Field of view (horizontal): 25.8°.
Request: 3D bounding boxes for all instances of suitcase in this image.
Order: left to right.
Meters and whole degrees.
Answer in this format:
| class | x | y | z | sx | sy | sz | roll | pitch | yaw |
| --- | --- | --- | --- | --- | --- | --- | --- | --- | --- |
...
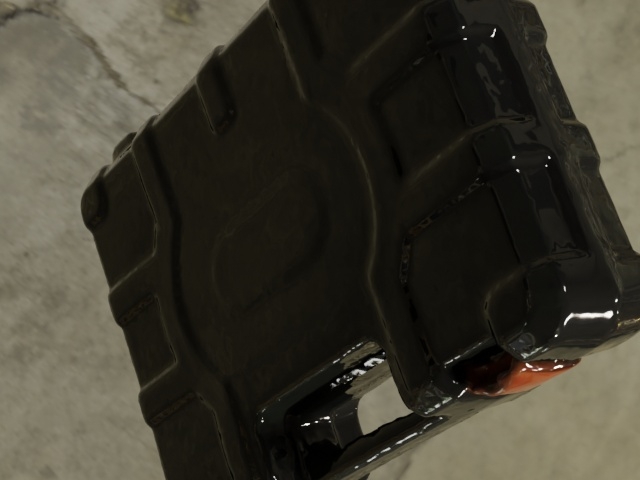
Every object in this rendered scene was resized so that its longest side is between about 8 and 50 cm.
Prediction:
| class | x | y | z | sx | sy | sz | roll | pitch | yaw |
| --- | --- | --- | --- | --- | --- | --- | --- | --- | --- |
| suitcase | 0.000 | 0.000 | 0.613 | 0.066 | 0.285 | 0.206 | -4 | 67 | -38 |
